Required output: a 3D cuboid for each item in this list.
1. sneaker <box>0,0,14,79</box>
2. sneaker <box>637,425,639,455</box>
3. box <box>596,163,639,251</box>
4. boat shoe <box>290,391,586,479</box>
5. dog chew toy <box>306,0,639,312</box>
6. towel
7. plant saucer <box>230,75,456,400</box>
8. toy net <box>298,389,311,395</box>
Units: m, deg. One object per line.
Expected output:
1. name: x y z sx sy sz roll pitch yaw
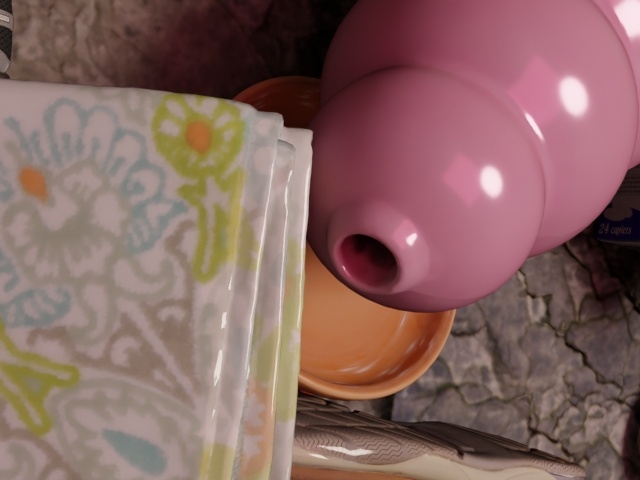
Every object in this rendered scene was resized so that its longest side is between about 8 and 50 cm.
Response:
1. sneaker: -0.250 -0.124 0.700 0.215 0.084 0.083 20 77 -38
2. sneaker: 0.370 0.118 1.048 0.282 0.153 0.099 -28 67 2
3. box: 0.278 -0.052 1.007 0.126 0.072 0.137 14 83 -30
4. boat shoe: 0.028 0.160 0.807 0.324 0.123 0.116 17 90 -36
5. dog chew toy: 0.095 -0.082 0.786 0.206 0.207 0.332 56 42 -18
6. towel: -0.194 0.083 0.652 0.375 0.090 0.320 4 85 -1
7. plant saucer: 0.000 0.000 0.837 0.200 0.037 0.200 17 61 -35
8. toy net: -0.059 0.136 0.834 0.122 0.045 0.232 -10 98 -44
